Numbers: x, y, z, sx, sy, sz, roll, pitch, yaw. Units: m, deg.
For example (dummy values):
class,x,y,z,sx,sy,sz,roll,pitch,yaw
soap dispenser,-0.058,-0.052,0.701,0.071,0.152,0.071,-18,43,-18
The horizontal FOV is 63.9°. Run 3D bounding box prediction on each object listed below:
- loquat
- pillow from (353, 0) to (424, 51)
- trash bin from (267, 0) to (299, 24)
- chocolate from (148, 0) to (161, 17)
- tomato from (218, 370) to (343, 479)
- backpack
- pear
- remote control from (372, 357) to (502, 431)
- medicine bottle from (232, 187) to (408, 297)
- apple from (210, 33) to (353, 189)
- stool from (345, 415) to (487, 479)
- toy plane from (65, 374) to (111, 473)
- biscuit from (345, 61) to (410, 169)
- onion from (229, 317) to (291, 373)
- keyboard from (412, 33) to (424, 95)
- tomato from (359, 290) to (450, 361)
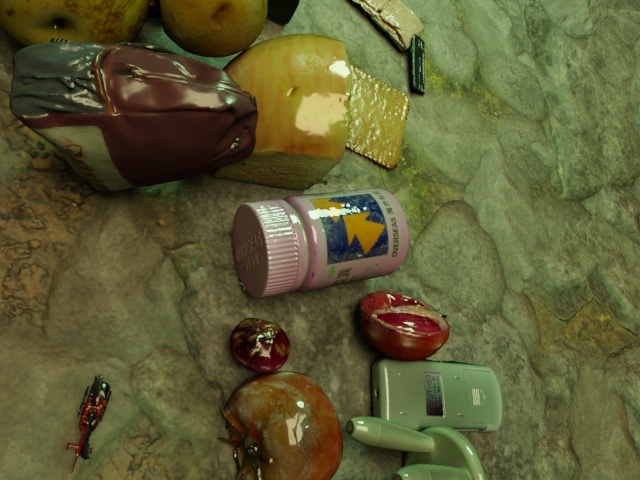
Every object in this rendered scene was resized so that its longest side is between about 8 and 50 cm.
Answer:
class,x,y,z,sx,sy,sz,roll,pitch,yaw
loquat,-0.208,-0.436,0.926,0.213,0.213,0.212,9,68,-23
pillow,0.168,-0.602,1.333,0.232,0.043,0.126,42,54,-5
trash bin,-0.106,-0.631,1.166,0.165,0.115,0.225,19,67,-19
chocolate,-0.313,-0.519,1.012,0.127,0.133,0.124,-39,95,-29
tomato,-0.050,0.316,0.832,0.181,0.155,0.213,-15,78,-34
backpack,-0.255,-0.195,0.791,0.318,0.283,0.197,-6,78,-2
pear,-0.426,-0.443,0.854,0.281,0.281,0.280,9,68,-23
remote control,0.239,0.310,1.029,0.297,0.056,0.140,10,68,-24
medicine bottle,0.000,0.000,0.952,0.291,0.178,0.178,-8,76,-29
apple,-0.073,-0.267,1.016,0.252,0.314,0.308,30,57,-65
stool,0.143,0.408,0.853,0.199,0.195,0.195,14,98,-29
toy plane,-0.341,0.267,0.757,0.037,0.060,0.145,19,80,-19
biscuit,0.101,-0.302,1.207,0.232,0.013,0.236,23,63,-17
onion,-0.105,0.184,0.886,0.107,0.097,0.107,20,28,-11
keyboard,0.251,-0.451,1.316,0.053,0.010,0.154,16,72,-47
tomato,0.155,0.177,1.002,0.174,0.189,0.099,5,105,-13
